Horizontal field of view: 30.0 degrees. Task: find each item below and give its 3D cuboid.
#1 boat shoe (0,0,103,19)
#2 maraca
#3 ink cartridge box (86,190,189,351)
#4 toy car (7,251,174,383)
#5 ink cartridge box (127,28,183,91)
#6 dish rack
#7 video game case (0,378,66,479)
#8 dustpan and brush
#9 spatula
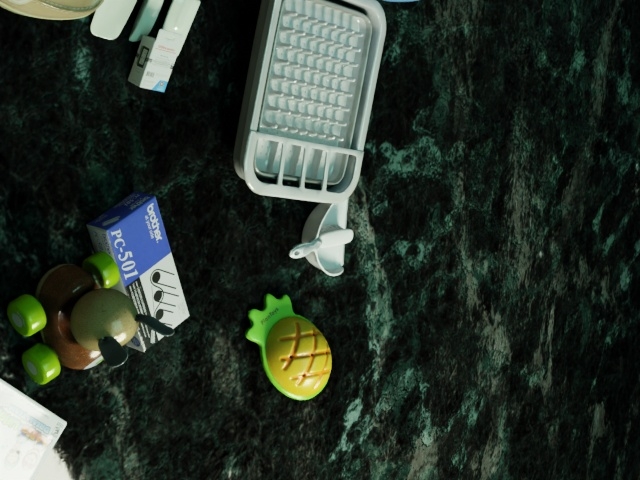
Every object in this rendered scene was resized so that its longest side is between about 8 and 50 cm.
[{"bbox_3d":[-0.351,-0.329,1.386,0.302,0.098,0.109,20,86,-53],"label":"boat shoe"},{"bbox_3d":[-0.051,0.174,1.953,0.127,0.099,0.186,-45,108,-36],"label":"maraca"},{"bbox_3d":[-0.255,0.044,1.684,0.097,0.046,0.207,-40,131,-38],"label":"ink cartridge box"},{"bbox_3d":[-0.282,0.117,1.552,0.155,0.188,0.149,-34,127,-38],"label":"toy car"},{"bbox_3d":[-0.223,-0.248,1.622,0.048,0.028,0.083,5,111,-53],"label":"ink cartridge box"},{"bbox_3d":[-0.024,-0.232,1.859,0.285,0.072,0.333,5,99,-52],"label":"dish rack"},{"bbox_3d":[-0.421,0.270,1.573,0.143,0.019,0.157,-61,141,-17],"label":"video game case"},{"bbox_3d":[0.000,0.000,1.979,0.211,0.060,0.147,-14,113,-49],"label":"dustpan and brush"},{"bbox_3d":[-0.204,-0.370,1.582,0.168,0.019,0.242,8,112,-47],"label":"spatula"}]
